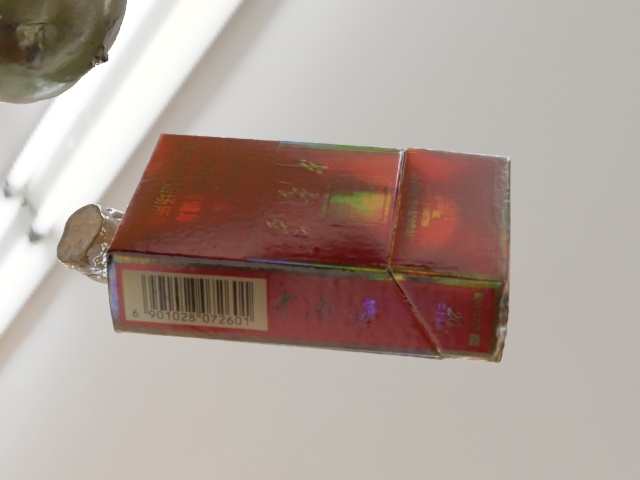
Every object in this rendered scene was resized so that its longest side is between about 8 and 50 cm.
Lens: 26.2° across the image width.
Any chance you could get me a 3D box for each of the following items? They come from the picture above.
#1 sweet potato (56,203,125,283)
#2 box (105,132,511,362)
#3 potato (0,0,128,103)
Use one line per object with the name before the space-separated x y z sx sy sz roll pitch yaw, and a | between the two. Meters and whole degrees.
sweet potato | -0.268 0.011 1.786 0.097 0.251 0.097 -2 -99 12
box | -0.001 -0.001 1.143 0.313 0.197 0.089 5 -58 5
potato | -0.214 -0.226 1.033 0.165 0.165 0.262 36 -67 34
